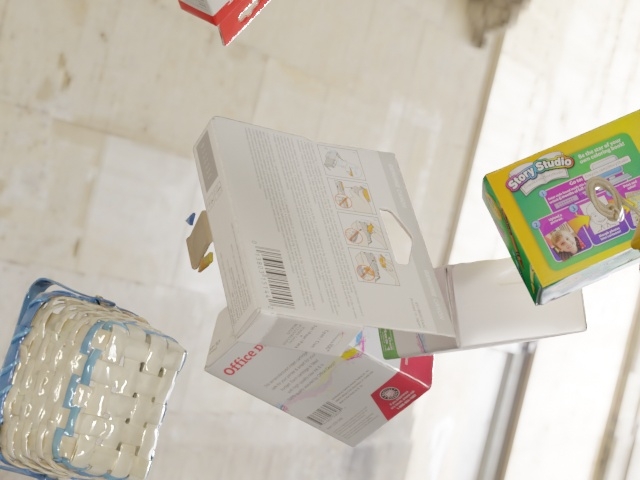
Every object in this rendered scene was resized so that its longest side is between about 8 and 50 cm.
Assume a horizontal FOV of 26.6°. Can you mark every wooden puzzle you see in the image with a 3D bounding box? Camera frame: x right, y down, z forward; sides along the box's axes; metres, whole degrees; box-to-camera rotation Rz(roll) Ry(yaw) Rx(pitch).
[{"bbox_3d":[-0.185,0.000,2.097,0.014,0.116,0.078,8,-37,-29],"label":"wooden puzzle"}]

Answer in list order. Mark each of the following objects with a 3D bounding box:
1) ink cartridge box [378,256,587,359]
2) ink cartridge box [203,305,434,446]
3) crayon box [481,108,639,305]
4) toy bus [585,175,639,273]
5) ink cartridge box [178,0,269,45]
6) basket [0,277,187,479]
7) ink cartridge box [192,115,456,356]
[{"bbox_3d":[0.220,0.095,1.917,0.201,0.117,0.278,-6,-6,-19],"label":"ink cartridge box"},{"bbox_3d":[0.001,0.183,2.215,0.306,0.131,0.226,31,-47,-19],"label":"ink cartridge box"},{"bbox_3d":[0.361,-0.052,1.691,0.278,0.165,0.081,-23,-21,-2],"label":"crayon box"},{"bbox_3d":[0.351,0.012,1.147,0.202,0.191,0.104,6,-32,-40],"label":"toy bus"},{"bbox_3d":[-0.147,-0.402,1.906,0.078,0.134,0.231,29,-24,28],"label":"ink cartridge box"},{"bbox_3d":[-0.319,0.187,1.695,0.289,0.254,0.201,12,-8,42],"label":"basket"},{"bbox_3d":[0.000,0.000,1.592,0.261,0.066,0.296,10,46,-30],"label":"ink cartridge box"}]
